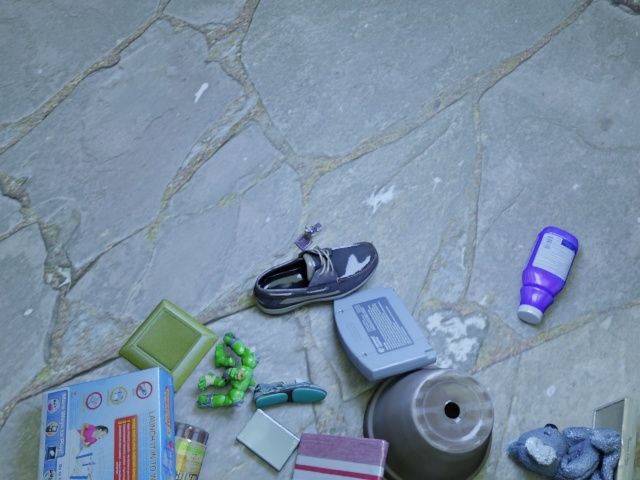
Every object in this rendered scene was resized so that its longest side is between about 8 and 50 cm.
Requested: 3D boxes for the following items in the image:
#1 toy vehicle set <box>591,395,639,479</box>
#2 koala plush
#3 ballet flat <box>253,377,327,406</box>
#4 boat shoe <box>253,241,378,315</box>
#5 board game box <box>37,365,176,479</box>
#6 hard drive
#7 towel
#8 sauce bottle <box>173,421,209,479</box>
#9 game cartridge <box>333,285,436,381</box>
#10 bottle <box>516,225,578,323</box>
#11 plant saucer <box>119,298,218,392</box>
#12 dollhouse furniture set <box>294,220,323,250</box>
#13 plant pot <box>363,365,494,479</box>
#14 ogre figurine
[{"bbox_3d":[0.719,0.533,1.739,0.035,0.166,0.267,18,65,0],"label":"toy vehicle set"},{"bbox_3d":[0.582,0.534,1.719,0.221,0.196,0.203,18,75,-2],"label":"koala plush"},{"bbox_3d":[-0.079,0.380,1.789,0.188,0.070,0.070,-2,66,-11],"label":"ballet flat"},{"bbox_3d":[-0.010,0.092,1.856,0.355,0.130,0.132,-24,64,-5],"label":"boat shoe"},{"bbox_3d":[-0.493,0.476,1.621,0.302,0.086,0.308,-13,60,8],"label":"board game box"},{"bbox_3d":[-0.129,0.496,1.749,0.135,0.022,0.094,35,67,9],"label":"hard drive"},{"bbox_3d":[0.029,0.621,1.633,0.237,0.037,0.329,-3,62,32],"label":"towel"},{"bbox_3d":[-0.353,0.603,1.631,0.111,0.111,0.344,12,66,0],"label":"sauce bottle"},{"bbox_3d":[0.148,0.235,1.808,0.198,0.062,0.297,-17,37,-9],"label":"game cartridge"},{"bbox_3d":[0.630,0.098,1.969,0.118,0.092,0.283,26,66,7],"label":"bottle"},{"bbox_3d":[-0.393,0.264,1.814,0.188,0.045,0.188,34,67,9],"label":"plant saucer"},{"bbox_3d":[0.000,0.000,1.954,0.091,0.081,0.114,-41,76,-20],"label":"dollhouse furniture set"},{"bbox_3d":[0.279,0.432,1.681,0.323,0.280,0.323,2,65,-4],"label":"plant pot"},{"bbox_3d":[-0.227,0.337,1.777,0.118,0.097,0.197,13,48,19],"label":"ogre figurine"}]
